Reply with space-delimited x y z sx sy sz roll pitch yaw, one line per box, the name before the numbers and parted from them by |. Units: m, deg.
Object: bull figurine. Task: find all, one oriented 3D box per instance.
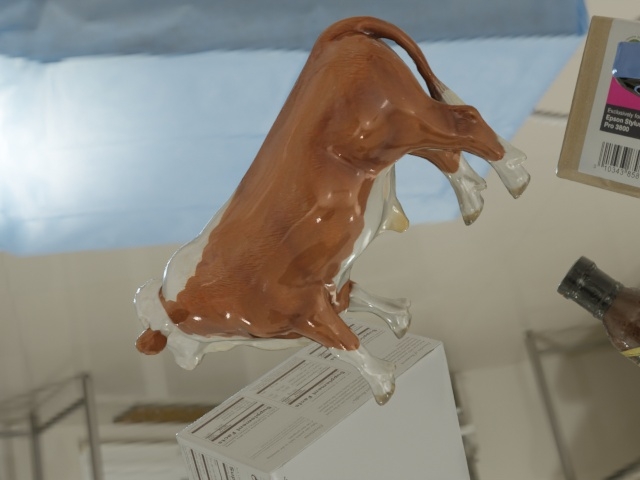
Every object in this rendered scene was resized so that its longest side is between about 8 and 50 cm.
bull figurine | 0.000 0.000 0.840 0.188 0.101 0.310 28 113 -9

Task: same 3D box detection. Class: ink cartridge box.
ink cartridge box | 0.392 -0.135 1.305 0.088 0.193 0.234 0 -166 -45

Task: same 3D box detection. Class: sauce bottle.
sauce bottle | 0.514 0.148 1.784 0.111 0.344 0.111 -46 162 -19

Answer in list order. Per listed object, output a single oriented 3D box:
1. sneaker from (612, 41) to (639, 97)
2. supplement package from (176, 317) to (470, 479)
sneaker | 0.315 -0.073 0.870 0.232 0.090 0.081 21 -172 3
supplement package | 0.013 0.239 1.250 0.145 0.204 0.262 11 -147 45
